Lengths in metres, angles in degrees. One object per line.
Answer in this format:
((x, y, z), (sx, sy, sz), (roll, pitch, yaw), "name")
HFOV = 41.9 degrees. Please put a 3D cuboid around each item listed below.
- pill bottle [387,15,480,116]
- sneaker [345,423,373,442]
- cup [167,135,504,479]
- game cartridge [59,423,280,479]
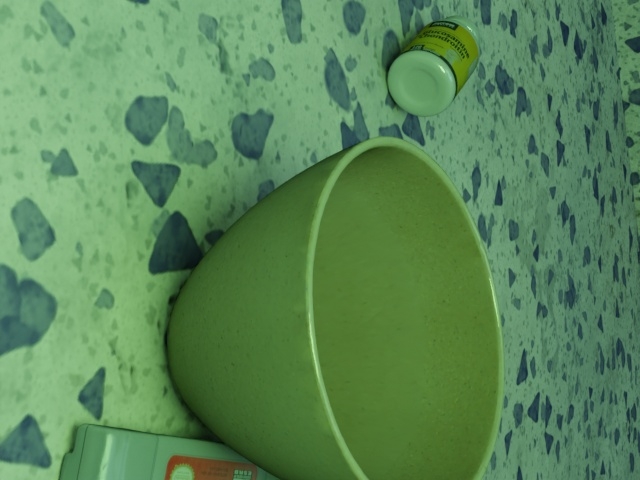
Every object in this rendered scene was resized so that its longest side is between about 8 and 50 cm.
((0.178, -0.268, 1.250), (0.184, 0.103, 0.103), (-54, 132, -45), "pill bottle")
((0.010, 0.385, 0.898), (0.182, 0.158, 0.410), (163, -54, -81), "sneaker")
((-0.003, 0.091, 0.793), (0.331, 0.237, 0.331), (21, 64, -50), "cup")
((-0.128, 0.283, 0.780), (0.294, 0.060, 0.196), (28, 69, -55), "game cartridge")
